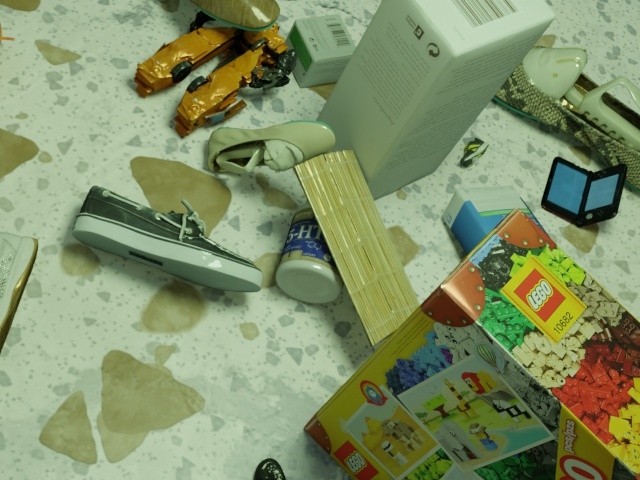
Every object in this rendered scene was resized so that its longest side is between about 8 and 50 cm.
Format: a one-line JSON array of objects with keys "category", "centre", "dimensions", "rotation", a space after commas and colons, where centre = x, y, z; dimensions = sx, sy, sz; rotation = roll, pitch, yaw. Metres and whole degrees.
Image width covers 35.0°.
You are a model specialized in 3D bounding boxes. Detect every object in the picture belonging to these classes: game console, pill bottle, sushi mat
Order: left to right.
[{"category": "pill bottle", "centre": [0.000, 0.000, 1.687], "dimensions": [0.112, 0.112, 0.186], "rotation": [21, 55, -9]}, {"category": "sushi mat", "centre": [0.064, 0.005, 1.647], "dimensions": [0.151, 0.019, 0.316], "rotation": [-19, 83, -45]}, {"category": "game console", "centre": [0.516, -0.106, 1.977], "dimensions": [0.085, 0.124, 0.144], "rotation": [44, 51, -26]}]

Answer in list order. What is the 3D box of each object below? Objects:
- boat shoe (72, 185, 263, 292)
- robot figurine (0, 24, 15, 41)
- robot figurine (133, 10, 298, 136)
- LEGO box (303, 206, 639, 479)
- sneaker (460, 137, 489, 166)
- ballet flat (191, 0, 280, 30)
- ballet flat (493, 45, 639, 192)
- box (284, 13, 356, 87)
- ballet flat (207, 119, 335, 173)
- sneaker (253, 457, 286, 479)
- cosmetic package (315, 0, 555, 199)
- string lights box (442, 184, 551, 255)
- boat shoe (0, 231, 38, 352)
[{"category": "boat shoe", "centre": [-0.228, -0.005, 1.599], "dimensions": [0.306, 0.113, 0.105], "rotation": [17, 70, -1]}, {"category": "robot figurine", "centre": [-0.611, -0.354, 1.640], "dimensions": [0.219, 0.128, 0.158], "rotation": [32, 23, -2]}, {"category": "robot figurine", "centre": [-0.181, -0.315, 1.817], "dimensions": [0.211, 0.085, 0.291], "rotation": [46, 56, 8]}, {"category": "LEGO box", "centre": [0.241, 0.249, 1.400], "dimensions": [0.372, 0.500, 0.193], "rotation": [44, 55, 7]}, {"category": "sneaker", "centre": [0.290, -0.170, 1.958], "dimensions": [0.035, 0.031, 0.083], "rotation": [38, 49, 19]}, {"category": "ballet flat", "centre": [-0.205, -0.489, 1.809], "dimensions": [0.116, 0.124, 0.342], "rotation": [-32, 51, -25]}, {"category": "ballet flat", "centre": [0.537, -0.278, 2.024], "dimensions": [0.483, 0.182, 0.164], "rotation": [34, 55, 0]}, {"category": "box", "centre": [-0.001, -0.357, 1.912], "dimensions": [0.102, 0.087, 0.101], "rotation": [-14, 67, -27]}, {"category": "ballet flat", "centre": [-0.090, -0.146, 1.689], "dimensions": [0.086, 0.248, 0.086], "rotation": [2, 88, -56]}, {"category": "sneaker", "centre": [-0.061, 0.385, 1.449], "dimensions": [0.051, 0.089, 0.170], "rotation": [9, 59, -17]}, {"category": "cosmetic package", "centre": [0.164, -0.257, 1.695], "dimensions": [0.230, 0.453, 0.161], "rotation": [-25, 72, -32]}, {"category": "string lights box", "centre": [0.338, 0.019, 1.790], "dimensions": [0.133, 0.076, 0.259], "rotation": [-5, 48, -28]}, {"category": "boat shoe", "centre": [-0.488, 0.101, 1.446], "dimensions": [0.096, 0.098, 0.277], "rotation": [18, 47, -11]}]
